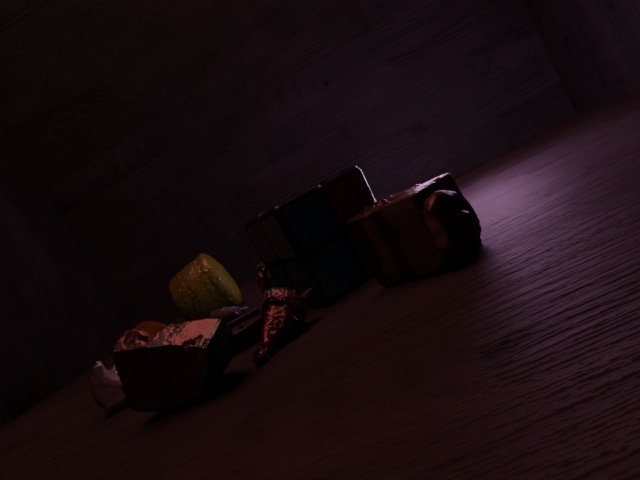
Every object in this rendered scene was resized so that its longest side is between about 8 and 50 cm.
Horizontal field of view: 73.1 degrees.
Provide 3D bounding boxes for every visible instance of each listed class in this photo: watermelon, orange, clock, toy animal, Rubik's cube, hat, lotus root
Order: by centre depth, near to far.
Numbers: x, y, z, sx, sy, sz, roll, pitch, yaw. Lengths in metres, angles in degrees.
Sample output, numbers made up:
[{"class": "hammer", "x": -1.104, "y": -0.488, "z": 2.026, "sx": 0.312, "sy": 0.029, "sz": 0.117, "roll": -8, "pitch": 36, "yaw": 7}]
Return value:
[{"class": "watermelon", "x": -0.325, "y": 0.265, "z": 0.929, "sx": 0.318, "sy": 0.226, "sz": 0.148, "roll": -39, "pitch": 23, "yaw": 37}, {"class": "hat", "x": -0.099, "y": 0.208, "z": 1.020, "sx": 0.140, "sy": 0.129, "sz": 0.227, "roll": -2, "pitch": 30, "yaw": 16}, {"class": "clock", "x": -0.238, "y": 0.275, "z": 1.298, "sx": 0.280, "sy": 0.055, "sz": 0.280, "roll": -27, "pitch": 3, "yaw": 2}, {"class": "Rubik's cube", "x": 0.000, "y": 0.000, "z": 1.330, "sx": 0.316, "sy": 0.318, "sz": 0.313, "roll": -31, "pitch": 6, "yaw": -26}, {"class": "toy animal", "x": -0.626, "y": 0.427, "z": 1.351, "sx": 0.140, "sy": 0.138, "sz": 0.282, "roll": 3, "pitch": 0, "yaw": -14}, {"class": "lotus root", "x": -0.102, "y": 0.115, "z": 1.695, "sx": 0.310, "sy": 0.183, "sz": 0.183, "roll": -25, "pitch": 2, "yaw": -27}, {"class": "orange", "x": -0.691, "y": 0.415, "z": 1.716, "sx": 0.249, "sy": 0.183, "sz": 0.249, "roll": -29, "pitch": 4, "yaw": 2}]

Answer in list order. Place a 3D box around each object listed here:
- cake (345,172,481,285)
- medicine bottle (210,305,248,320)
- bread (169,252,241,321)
[{"class": "cake", "x": 0.235, "y": -0.037, "z": 0.990, "sx": 0.198, "sy": 0.196, "sz": 0.293, "roll": -28, "pitch": 2, "yaw": -38}, {"class": "medicine bottle", "x": -0.408, "y": 0.325, "z": 1.930, "sx": 0.092, "sy": 0.061, "sz": 0.220, "roll": -6, "pitch": -11, "yaw": -39}, {"class": "bread", "x": -0.615, "y": 0.264, "z": 2.284, "sx": 0.307, "sy": 0.348, "sz": 0.348, "roll": -35, "pitch": 4, "yaw": -5}]
